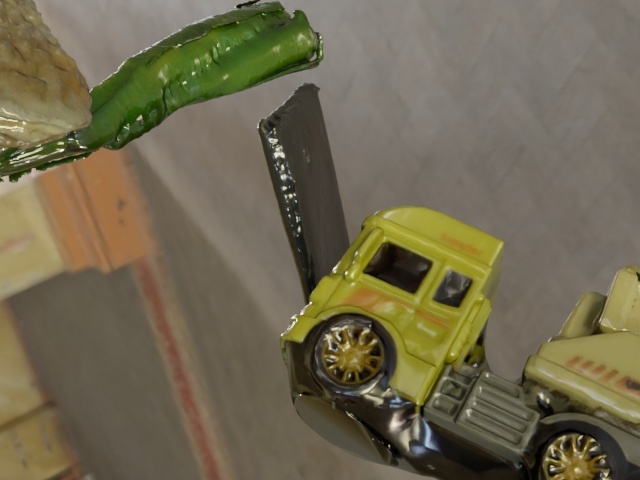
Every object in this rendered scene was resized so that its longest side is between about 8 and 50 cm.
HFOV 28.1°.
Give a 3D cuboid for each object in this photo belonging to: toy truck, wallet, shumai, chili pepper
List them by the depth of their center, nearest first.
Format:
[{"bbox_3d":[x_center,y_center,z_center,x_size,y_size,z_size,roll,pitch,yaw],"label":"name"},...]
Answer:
[{"bbox_3d":[-0.185,-0.071,0.573,0.145,0.146,0.116,52,121,26],"label":"shumai"},{"bbox_3d":[-0.136,-0.127,1.034,0.085,0.359,0.076,50,138,13],"label":"chili pepper"},{"bbox_3d":[0.181,0.123,1.069,0.405,0.254,0.180,24,157,15],"label":"toy truck"},{"bbox_3d":[-0.001,0.000,1.218,0.146,0.030,0.285,-62,-37,-64],"label":"wallet"}]
